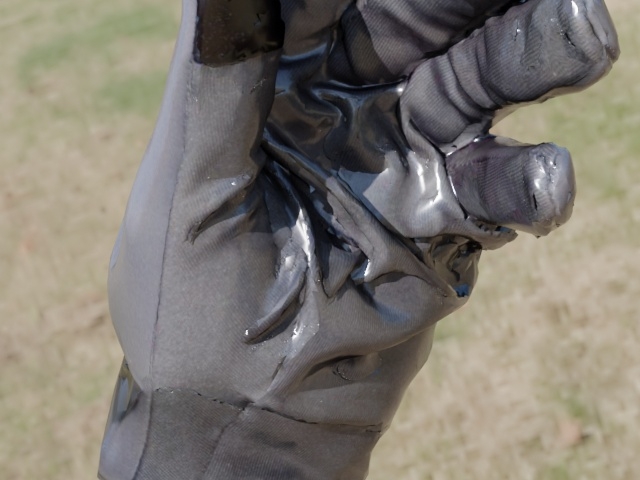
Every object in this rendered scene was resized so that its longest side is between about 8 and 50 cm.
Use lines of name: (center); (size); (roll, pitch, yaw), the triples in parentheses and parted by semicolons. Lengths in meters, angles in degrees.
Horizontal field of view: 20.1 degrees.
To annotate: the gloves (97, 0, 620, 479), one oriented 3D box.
gloves: (-0.005, -0.001, 0.533); (0.142, 0.285, 0.119); (13, 31, -29)
